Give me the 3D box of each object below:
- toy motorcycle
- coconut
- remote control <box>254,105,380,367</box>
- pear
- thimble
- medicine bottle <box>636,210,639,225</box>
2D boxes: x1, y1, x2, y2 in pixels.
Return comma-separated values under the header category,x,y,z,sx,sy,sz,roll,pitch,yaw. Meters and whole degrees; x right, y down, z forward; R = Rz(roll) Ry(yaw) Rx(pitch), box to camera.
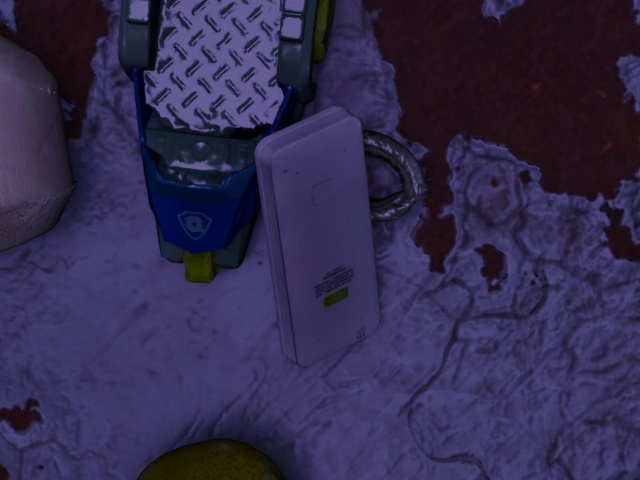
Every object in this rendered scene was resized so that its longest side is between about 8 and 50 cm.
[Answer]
category,x,y,z,sx,sy,sz,roll,pitch,yaw
toy motorcycle,-0.098,-0.119,1.689,0.191,0.200,0.326,6,92,3
coconut,-0.338,-0.097,1.705,0.224,0.224,0.234,-20,94,5
remote control,0.000,0.000,1.691,0.103,0.034,0.250,-27,130,-24
pear,-0.103,0.280,1.720,0.198,0.198,0.198,0,94,4
thimble,0.050,-0.060,1.748,0.110,0.062,0.084,14,96,4
medicine bottle,0.430,-0.041,1.680,0.254,0.152,0.152,-37,91,5
